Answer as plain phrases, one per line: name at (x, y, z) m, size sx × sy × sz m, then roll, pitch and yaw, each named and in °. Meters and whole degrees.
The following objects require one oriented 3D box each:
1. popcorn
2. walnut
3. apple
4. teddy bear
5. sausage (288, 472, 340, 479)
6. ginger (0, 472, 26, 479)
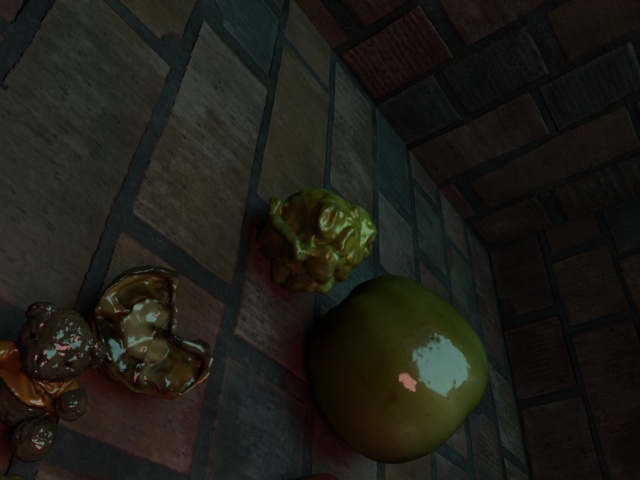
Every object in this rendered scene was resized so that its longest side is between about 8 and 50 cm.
popcorn at (-0.016, 0.006, 1.500) m, size 0.312 × 0.312 × 0.312 m, roll 39°, pitch 38°, yaw -40°
walnut at (-0.318, 0.172, 0.997) m, size 0.204 × 0.141 × 0.238 m, roll -24°, pitch 92°, yaw -51°
apple at (0.185, 0.320, 1.444) m, size 0.473 × 0.473 × 0.474 m, roll 39°, pitch 38°, yaw -40°
teddy bear at (-0.400, 0.184, 0.803) m, size 0.177 × 0.190 × 0.140 m, roll 40°, pitch 3°, yaw -9°
sausage at (-0.030, 0.566, 1.185) m, size 0.254 × 0.148 × 0.148 m, roll 21°, pitch 51°, yaw -52°
ginger at (-0.394, 0.372, 0.789) m, size 0.298 × 0.065 × 0.118 m, roll 30°, pitch 58°, yaw -46°
